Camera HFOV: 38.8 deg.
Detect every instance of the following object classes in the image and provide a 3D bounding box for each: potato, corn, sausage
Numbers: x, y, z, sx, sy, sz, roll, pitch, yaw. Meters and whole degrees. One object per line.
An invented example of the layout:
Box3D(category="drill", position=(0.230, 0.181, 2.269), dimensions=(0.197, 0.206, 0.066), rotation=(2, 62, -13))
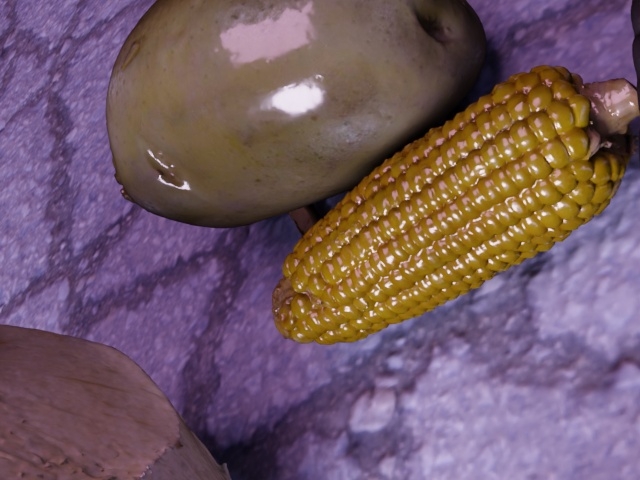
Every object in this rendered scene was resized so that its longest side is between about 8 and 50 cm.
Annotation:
Box3D(category="potato", position=(-0.033, -0.143, 0.769), dimensions=(0.326, 0.221, 0.243), rotation=(-19, 48, 31))
Box3D(category="corn", position=(0.090, -0.017, 0.657), dimensions=(0.322, 0.119, 0.119), rotation=(-36, 46, 33))
Box3D(category="sausage", position=(0.000, 0.000, 0.805), dimensions=(0.026, 0.026, 0.116), rotation=(-47, 43, 15))

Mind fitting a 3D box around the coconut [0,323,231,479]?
Box3D(category="coconut", position=(-0.207, 0.254, 0.642), dimensions=(0.346, 0.360, 0.346), rotation=(-26, 24, 13))

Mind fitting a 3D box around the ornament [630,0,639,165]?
Box3D(category="ornament", position=(0.314, -0.083, 0.491), dimensions=(0.260, 0.106, 0.251), rotation=(-15, 59, 34))
